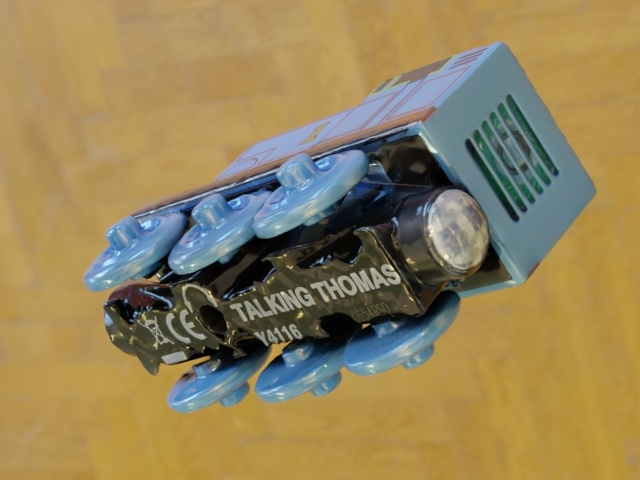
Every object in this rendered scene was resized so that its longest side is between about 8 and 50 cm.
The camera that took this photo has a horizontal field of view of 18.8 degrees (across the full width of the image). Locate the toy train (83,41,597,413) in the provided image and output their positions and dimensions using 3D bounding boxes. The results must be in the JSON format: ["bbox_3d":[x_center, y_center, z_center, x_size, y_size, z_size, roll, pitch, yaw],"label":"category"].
[{"bbox_3d":[0.000,0.000,0.653,0.184,0.105,0.080,-17,111,50],"label":"toy train"}]
